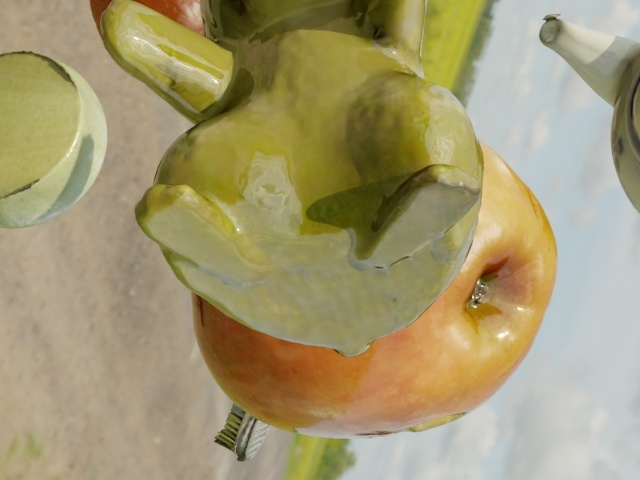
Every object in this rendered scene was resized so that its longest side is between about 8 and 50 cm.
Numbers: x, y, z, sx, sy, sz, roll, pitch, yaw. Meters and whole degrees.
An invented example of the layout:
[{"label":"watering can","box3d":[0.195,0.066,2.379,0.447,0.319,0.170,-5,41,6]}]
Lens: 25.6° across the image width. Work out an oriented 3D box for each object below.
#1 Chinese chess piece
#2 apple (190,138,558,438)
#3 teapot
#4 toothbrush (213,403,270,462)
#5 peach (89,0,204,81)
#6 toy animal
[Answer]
[{"label":"Chinese chess piece","box3d":[-0.314,-0.103,1.456,0.083,0.188,0.188,61,46,-62]},{"label":"apple","box3d":[0.036,0.026,1.010,0.242,0.241,0.242,-3,94,-52]},{"label":"teapot","box3d":[0.388,-0.111,1.321,0.280,0.424,0.252,19,102,-53]},{"label":"toothbrush","box3d":[0.000,0.000,1.199,0.035,0.042,0.413,7,108,-61]},{"label":"peach","box3d":[-0.144,-0.358,1.909,0.380,0.306,0.242,75,16,-54]},{"label":"toy animal","box3d":[-0.014,-0.124,0.787,0.180,0.181,0.363,51,27,-62]}]
